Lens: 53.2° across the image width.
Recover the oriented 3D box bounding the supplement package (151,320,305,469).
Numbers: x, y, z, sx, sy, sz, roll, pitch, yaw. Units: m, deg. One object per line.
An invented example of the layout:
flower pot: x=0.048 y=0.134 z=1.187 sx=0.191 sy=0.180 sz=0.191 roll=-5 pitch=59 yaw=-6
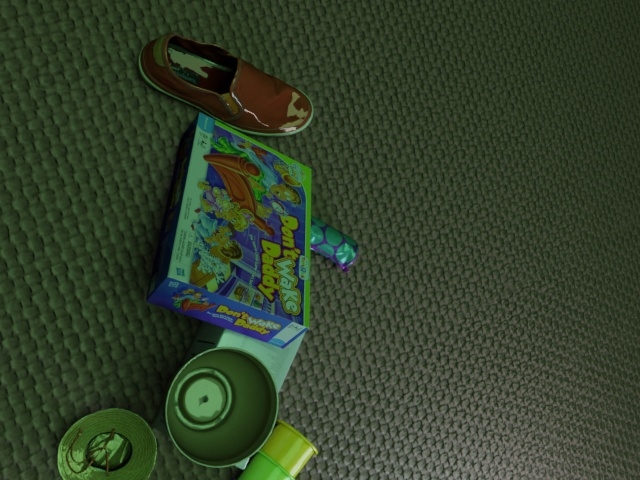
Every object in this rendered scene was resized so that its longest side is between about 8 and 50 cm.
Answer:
supplement package: x=-0.154 y=0.228 z=1.064 sx=0.139 sy=0.134 sz=0.244 roll=33 pitch=71 yaw=-22

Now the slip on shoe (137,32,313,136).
slip on shoe: x=-0.152 y=-0.271 z=1.129 sx=0.331 sy=0.101 sz=0.123 roll=17 pitch=75 yaw=-29

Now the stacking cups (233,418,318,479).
stacking cups: x=-0.138 y=0.454 z=1.082 sx=0.316 sy=0.096 sz=0.096 roll=-47 pitch=109 yaw=-23

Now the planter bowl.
planter bowl: x=-0.156 y=0.233 z=0.923 sx=0.162 sy=0.109 sz=0.162 roll=3 pitch=83 yaw=-26

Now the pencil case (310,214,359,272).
pencil case: x=0.000 y=0.000 z=1.215 sx=0.152 sy=0.064 sz=0.070 roll=27 pitch=57 yaw=-25

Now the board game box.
board game box: x=-0.132 y=-0.023 z=1.041 sx=0.233 sy=0.078 sz=0.347 roll=24 pitch=45 yaw=-27

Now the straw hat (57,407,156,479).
straw hat: x=-0.329 y=0.327 z=0.997 sx=0.144 sy=0.061 sz=0.144 roll=2 pitch=81 yaw=-13
